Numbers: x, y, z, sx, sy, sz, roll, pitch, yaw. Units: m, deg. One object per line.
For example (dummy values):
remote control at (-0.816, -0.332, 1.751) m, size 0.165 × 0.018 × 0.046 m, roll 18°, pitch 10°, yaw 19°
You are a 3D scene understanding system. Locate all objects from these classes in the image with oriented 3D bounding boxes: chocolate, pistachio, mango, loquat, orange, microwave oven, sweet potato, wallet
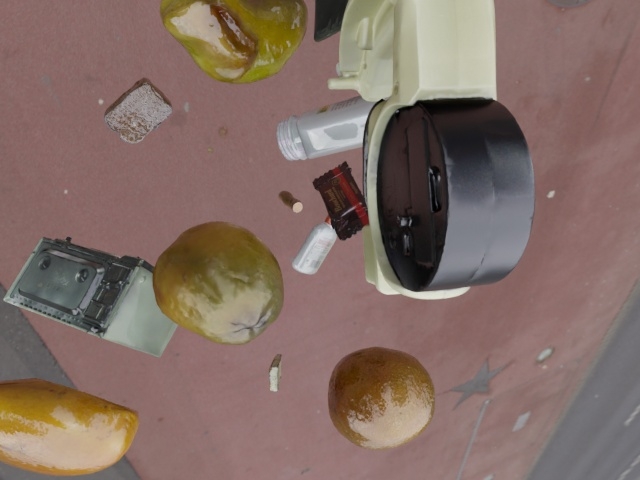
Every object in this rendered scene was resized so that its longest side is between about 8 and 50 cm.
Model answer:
chocolate at (-0.646, -0.457, 1.492) m, size 0.214 × 0.093 × 0.148 m, roll -35°, pitch 134°, yaw 7°
chocolate at (0.042, -0.075, 0.761) m, size 0.086 × 0.182 × 0.028 m, roll -33°, pitch 133°, yaw 7°
pistachio at (-0.097, -0.238, 0.469) m, size 0.189 × 0.110 × 0.100 m, roll -38°, pitch 154°, yaw -42°
mango at (-0.357, 0.243, 0.551) m, size 0.217 × 0.102 × 0.141 m, roll 21°, pitch 143°, yaw -13°
loquat at (-0.228, 0.096, 0.959) m, size 0.276 × 0.284 × 0.276 m, roll -30°, pitch 143°, yaw -26°
orange at (0.150, 0.377, 1.032) m, size 0.264 × 0.264 × 0.264 m, roll -14°, pitch 129°, yaw -17°
microwave oven at (-0.669, 0.170, 1.319) m, size 0.333 × 0.394 × 0.247 m, roll 65°, pitch 42°, yaw -61°
sweet potato at (-0.145, -0.187, 1.936) m, size 0.067 × 0.281 × 0.059 m, roll 39°, pitch 92°, yaw -31°
wallet at (0.046, -0.832, 1.483) m, size 0.052 × 0.169 × 0.245 m, roll 12°, pitch 79°, yaw -48°

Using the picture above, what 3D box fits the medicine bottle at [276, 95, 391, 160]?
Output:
medicine bottle at (0.054, -0.286, 1.056) m, size 0.324 × 0.179 × 0.124 m, roll -7°, pitch 118°, yaw 23°

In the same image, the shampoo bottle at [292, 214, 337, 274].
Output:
shampoo bottle at (0.000, 0.000, 1.279) m, size 0.108 × 0.051 × 0.220 m, roll 18°, pitch 106°, yaw -49°

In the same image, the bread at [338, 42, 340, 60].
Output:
bread at (0.133, -0.681, 1.568) m, size 0.073 × 0.122 × 0.149 m, roll -26°, pitch 117°, yaw -63°

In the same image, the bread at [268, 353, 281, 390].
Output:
bread at (-0.124, 0.368, 1.182) m, size 0.028 × 0.153 × 0.068 m, roll 0°, pitch 88°, yaw -1°

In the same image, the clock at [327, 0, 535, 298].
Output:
clock at (0.088, -0.134, 0.417) m, size 0.120 × 0.276 × 0.378 m, roll -2°, pitch 88°, yaw -10°
